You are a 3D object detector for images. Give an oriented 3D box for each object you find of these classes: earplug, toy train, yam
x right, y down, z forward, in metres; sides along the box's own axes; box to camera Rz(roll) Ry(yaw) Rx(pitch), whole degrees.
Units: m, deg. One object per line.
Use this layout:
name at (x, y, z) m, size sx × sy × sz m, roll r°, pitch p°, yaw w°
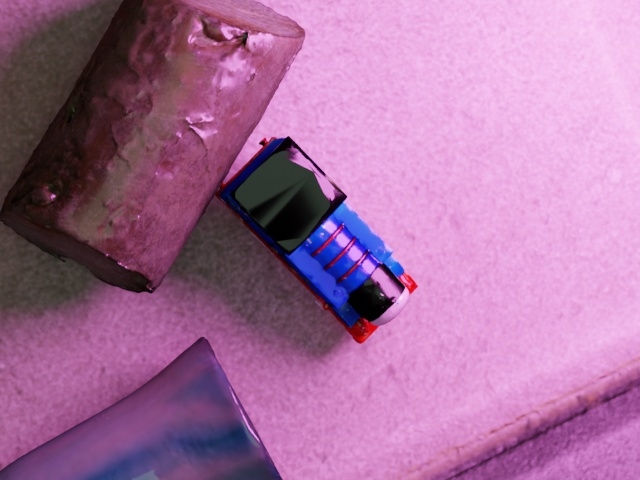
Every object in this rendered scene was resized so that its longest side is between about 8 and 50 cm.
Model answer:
earplug at (-0.201, 0.241, 1.651) m, size 0.324 × 0.185 × 0.185 m, roll -28°, pitch 96°, yaw -5°
toy train at (0.000, 0.000, 1.702) m, size 0.204 × 0.131 × 0.083 m, roll 45°, pitch 82°, yaw -8°
yam at (-0.148, -0.106, 1.661) m, size 0.168 × 0.168 × 0.304 m, roll 31°, pitch 87°, yaw -10°
